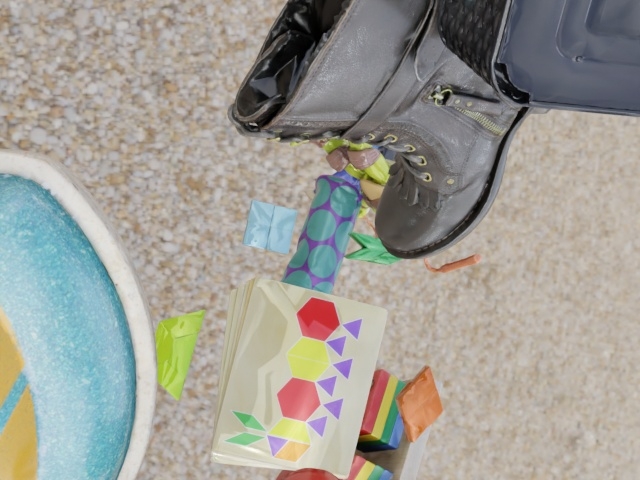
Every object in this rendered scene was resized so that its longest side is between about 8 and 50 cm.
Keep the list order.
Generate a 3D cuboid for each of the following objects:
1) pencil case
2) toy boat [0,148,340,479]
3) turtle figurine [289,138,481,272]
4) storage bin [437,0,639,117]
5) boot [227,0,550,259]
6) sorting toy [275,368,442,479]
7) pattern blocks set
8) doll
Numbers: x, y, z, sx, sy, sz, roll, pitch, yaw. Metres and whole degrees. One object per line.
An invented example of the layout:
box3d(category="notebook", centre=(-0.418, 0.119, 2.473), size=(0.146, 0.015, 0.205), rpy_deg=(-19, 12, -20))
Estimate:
box3d(category="pencil case", centre=(0.000, 0.000, 1.058), size=(0.064, 0.070, 0.152), rpy_deg=(30, 76, -43))
box3d(category="toy boat", centre=(-0.117, 0.109, 0.388), size=(0.148, 0.318, 0.268), rpy_deg=(-95, -152, -74))
box3d(category="turtle figurine", centre=(0.077, -0.062, 1.009), size=(0.087, 0.269, 0.217), rpy_deg=(-46, 112, -6))
box3d(category="storage bin", centre=(0.164, -0.133, 0.446), size=(0.180, 0.084, 0.122), rpy_deg=(3, 117, -14))
box3d(category="boot", centre=(0.039, -0.082, 0.578), size=(0.229, 0.091, 0.263), rpy_deg=(-5, 139, -38))
box3d(category="sorting toy", centre=(0.030, 0.309, 1.233), size=(0.089, 0.257, 0.256), rpy_deg=(31, 62, -19))
box3d(category="pattern blocks set", centre=(-0.024, 0.137, 0.849), size=(0.285, 0.026, 0.325), rpy_deg=(23, 84, -6))
box3d(category="doll", centre=(0.066, -0.109, 1.327), size=(0.189, 0.046, 0.129), rpy_deg=(-40, 133, -7))
